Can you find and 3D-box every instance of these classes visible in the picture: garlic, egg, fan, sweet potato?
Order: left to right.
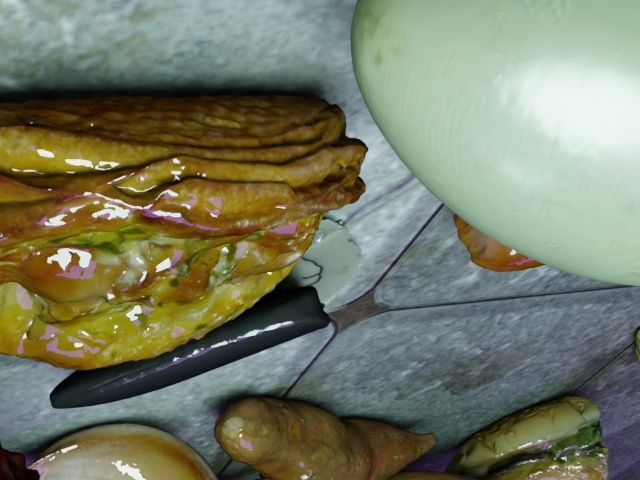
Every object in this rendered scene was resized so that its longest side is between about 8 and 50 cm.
[{"bbox_3d":[-0.177,0.227,0.963,0.207,0.128,0.115,27,165,-12],"label":"garlic"},{"bbox_3d":[-0.005,0.218,1.093,0.106,0.095,0.355,-40,148,21],"label":"sweet potato"},{"bbox_3d":[0.000,-0.001,0.806,0.329,0.009,0.191,-32,150,21],"label":"fan"},{"bbox_3d":[0.152,-0.086,0.553,0.295,0.218,0.218,4,143,-29],"label":"egg"}]

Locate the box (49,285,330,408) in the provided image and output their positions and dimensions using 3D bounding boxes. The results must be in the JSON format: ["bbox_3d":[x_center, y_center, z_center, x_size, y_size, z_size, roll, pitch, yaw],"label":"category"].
[{"bbox_3d":[-0.092,0.077,0.774,0.201,0.042,0.212,-19,177,-1],"label":"box"}]

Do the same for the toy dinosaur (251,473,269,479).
[{"bbox_3d":[-0.107,0.304,1.117,0.208,0.097,0.432,-16,177,-44],"label":"toy dinosaur"}]

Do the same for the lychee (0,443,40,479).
[{"bbox_3d":[-0.347,0.272,0.636,0.500,0.424,0.425,6,173,39],"label":"lychee"}]

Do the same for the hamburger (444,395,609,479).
[{"bbox_3d":[0.255,0.273,1.383,0.208,0.135,0.155,-7,135,0],"label":"hamburger"}]

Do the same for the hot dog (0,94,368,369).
[{"bbox_3d":[-0.095,-0.013,0.602,0.272,0.122,0.196,-2,151,-32],"label":"hot dog"}]

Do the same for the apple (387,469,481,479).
[{"bbox_3d":[0.094,0.453,1.199,0.347,0.391,0.391,10,150,3],"label":"apple"}]

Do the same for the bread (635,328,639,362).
[{"bbox_3d":[0.403,0.121,1.293,0.049,0.033,0.088,-13,150,12],"label":"bread"}]

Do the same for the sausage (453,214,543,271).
[{"bbox_3d":[0.240,-0.064,0.794,0.300,0.089,0.083,-29,158,12],"label":"sausage"}]
